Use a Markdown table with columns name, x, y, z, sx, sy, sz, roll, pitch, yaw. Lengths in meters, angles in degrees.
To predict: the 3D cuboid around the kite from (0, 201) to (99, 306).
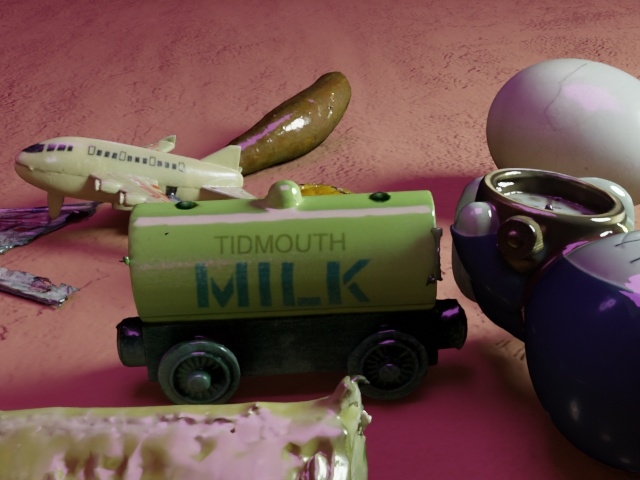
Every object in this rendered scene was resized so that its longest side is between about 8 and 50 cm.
| name | x | y | z | sx | sy | sz | roll | pitch | yaw |
| --- | --- | --- | --- | --- | --- | --- | --- | --- | --- |
| kite | -0.373 | 0.015 | 0.938 | 0.369 | 0.014 | 0.406 | 12 | 28 | 31 |

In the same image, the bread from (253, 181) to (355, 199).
| name | x | y | z | sx | sy | sz | roll | pitch | yaw |
| --- | --- | --- | --- | --- | --- | --- | --- | --- | --- |
| bread | 0.000 | 0.000 | 0.857 | 0.128 | 0.069 | 0.140 | 15 | 26 | 33 |

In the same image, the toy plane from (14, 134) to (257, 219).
| name | x | y | z | sx | sy | sz | roll | pitch | yaw |
| --- | --- | --- | --- | --- | --- | --- | --- | --- | --- |
| toy plane | -0.189 | -0.063 | 0.987 | 0.244 | 0.092 | 0.229 | -2 | 25 | -17 |

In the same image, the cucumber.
| name | x | y | z | sx | sy | sz | roll | pitch | yaw |
| --- | --- | --- | --- | --- | --- | --- | --- | --- | --- |
| cucumber | -0.136 | 0.147 | 0.507 | 0.326 | 0.105 | 0.145 | -1 | 50 | 5 |

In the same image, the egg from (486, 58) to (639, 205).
| name | x | y | z | sx | sy | sz | roll | pitch | yaw |
| --- | --- | --- | --- | --- | --- | --- | --- | --- | --- |
| egg | 0.265 | -0.104 | 0.960 | 0.151 | 0.151 | 0.209 | -24 | 34 | -38 |

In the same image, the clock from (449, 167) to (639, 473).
| name | x | y | z | sx | sy | sz | roll | pitch | yaw |
| --- | --- | --- | --- | --- | --- | --- | --- | --- | --- |
| clock | 0.193 | 0.044 | 0.621 | 0.200 | 0.146 | 0.243 | 6 | 24 | -20 |

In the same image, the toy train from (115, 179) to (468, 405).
| name | x | y | z | sx | sy | sz | roll | pitch | yaw |
| --- | --- | --- | --- | --- | --- | --- | --- | --- | --- |
| toy train | -0.022 | 0.032 | 0.676 | 0.253 | 0.157 | 0.105 | -2 | 24 | 1 |

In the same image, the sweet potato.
| name | x | y | z | sx | sy | sz | roll | pitch | yaw |
| --- | --- | --- | --- | --- | --- | --- | --- | --- | --- |
| sweet potato | -0.040 | -0.128 | 1.163 | 0.077 | 0.077 | 0.244 | 15 | 43 | 35 |
